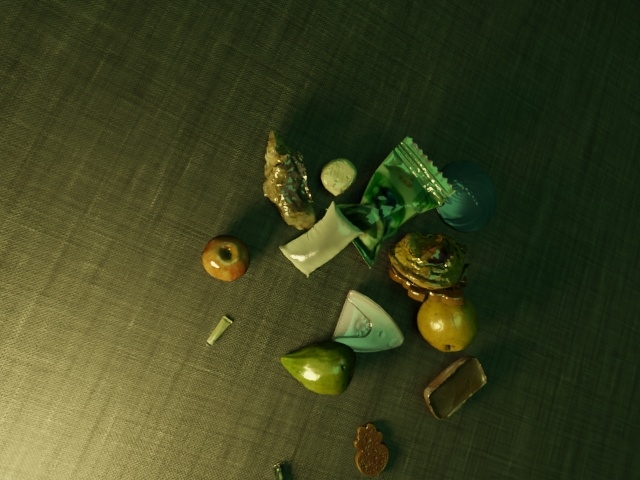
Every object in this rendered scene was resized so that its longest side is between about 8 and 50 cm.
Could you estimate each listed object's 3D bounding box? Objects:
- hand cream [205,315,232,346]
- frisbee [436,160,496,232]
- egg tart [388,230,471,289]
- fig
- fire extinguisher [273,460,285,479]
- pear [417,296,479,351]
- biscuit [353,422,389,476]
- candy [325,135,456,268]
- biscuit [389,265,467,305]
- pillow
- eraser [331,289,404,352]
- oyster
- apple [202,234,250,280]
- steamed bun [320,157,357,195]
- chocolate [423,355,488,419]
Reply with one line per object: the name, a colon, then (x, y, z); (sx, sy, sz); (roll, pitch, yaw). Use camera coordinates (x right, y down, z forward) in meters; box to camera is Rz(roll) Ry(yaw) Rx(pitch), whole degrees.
hand cream: (-0.321, 0.288, 1.356); (0.035, 0.022, 0.102); (40, 69, -10)
frisbee: (0.573, -0.174, 1.676); (0.290, 0.049, 0.289); (2, 84, -18)
egg tart: (0.379, 0.042, 1.487); (0.298, 0.297, 0.132); (-10, 127, -19)
fig: (0.003, 0.409, 1.375); (0.234, 0.167, 0.166); (-3, 86, -16)
fire extinguisher: (-0.131, 0.745, 1.373); (0.038, 0.025, 0.083); (-7, 87, 4)
pear: (0.447, 0.289, 1.512); (0.209, 0.209, 0.208); (2, 84, -18)
biscuit: (0.172, 0.712, 1.474); (0.124, 0.026, 0.174); (-11, 89, -20)
candy: (0.237, -0.132, 1.471); (0.398, 0.172, 0.263); (-42, 97, 8)
biscuit: (0.411, 0.120, 1.528); (0.302, 0.278, 0.043); (-35, 138, -36)
pillow: (0.000, -0.001, 1.413); (0.254, 0.078, 0.144); (-39, 90, 16)
eraser: (0.173, 0.307, 1.495); (0.244, 0.059, 0.204); (24, 78, -11)
oyster: (-0.105, -0.195, 1.423); (0.167, 0.110, 0.340); (-7, 100, -13)
apple: (-0.290, 0.053, 1.329); (0.147, 0.131, 0.146); (3, 79, -15)
steamed bun: (0.058, -0.221, 1.490); (0.112, 0.091, 0.130); (41, 74, -2)
chocolate: (0.473, 0.520, 1.562); (0.262, 0.083, 0.160); (-31, 112, -18)
